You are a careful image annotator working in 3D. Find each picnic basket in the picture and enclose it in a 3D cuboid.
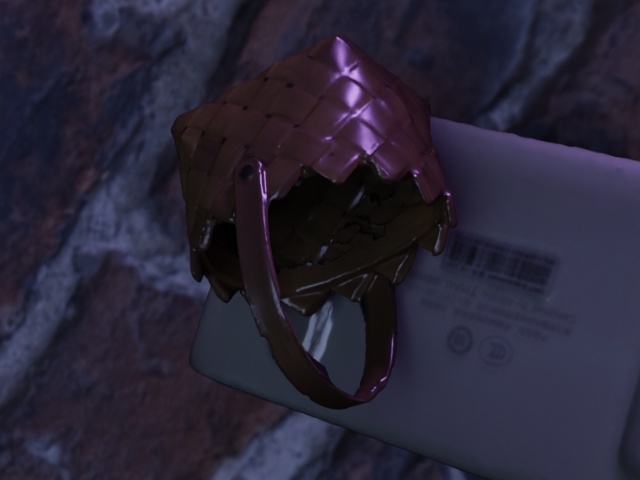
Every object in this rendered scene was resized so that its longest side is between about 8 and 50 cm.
[{"bbox_3d":[0.000,0.000,0.842,0.138,0.128,0.178,-25,51,27],"label":"picnic basket"}]

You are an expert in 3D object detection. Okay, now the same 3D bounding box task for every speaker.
[{"bbox_3d":[0.132,0.040,0.934,0.406,0.183,0.184,16,93,33],"label":"speaker"}]
